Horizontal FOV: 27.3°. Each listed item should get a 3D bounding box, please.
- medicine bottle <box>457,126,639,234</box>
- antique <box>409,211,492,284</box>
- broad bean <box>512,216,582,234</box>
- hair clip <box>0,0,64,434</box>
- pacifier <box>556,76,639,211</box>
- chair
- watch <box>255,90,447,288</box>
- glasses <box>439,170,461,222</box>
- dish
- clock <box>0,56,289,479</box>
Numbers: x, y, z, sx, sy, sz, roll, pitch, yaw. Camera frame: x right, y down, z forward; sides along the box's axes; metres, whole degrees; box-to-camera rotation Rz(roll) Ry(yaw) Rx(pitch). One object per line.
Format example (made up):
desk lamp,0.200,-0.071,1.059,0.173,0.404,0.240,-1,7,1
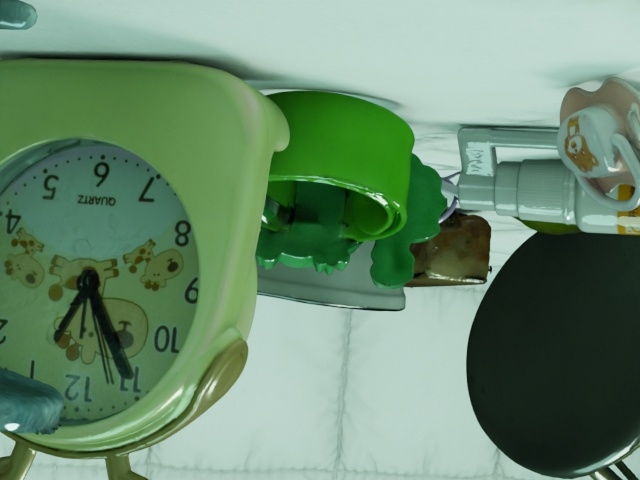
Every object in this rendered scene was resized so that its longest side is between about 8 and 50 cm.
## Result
medicine bottle,0.213,-0.047,0.993,0.221,0.061,0.092,3,134,18
antique,0.133,0.013,1.765,0.087,0.093,0.310,6,176,-15
broad bean,0.241,-0.033,1.123,0.075,0.067,0.325,-16,-170,-27
hair clip,-0.274,-0.030,0.586,0.392,0.238,0.318,4,177,13
pacifier,0.190,-0.063,0.808,0.078,0.081,0.099,-24,-173,-21
chair,0.414,0.172,1.534,0.410,0.362,0.364,23,-162,-35
watch,0.017,-0.052,0.969,0.165,0.131,0.152,9,158,1
glasses,0.056,-0.063,1.257,0.140,0.062,0.104,2,153,35
dish,-0.039,-0.006,1.396,0.303,0.120,0.303,11,-178,0
clock,-0.150,0.035,0.874,0.235,0.308,0.096,5,175,17
